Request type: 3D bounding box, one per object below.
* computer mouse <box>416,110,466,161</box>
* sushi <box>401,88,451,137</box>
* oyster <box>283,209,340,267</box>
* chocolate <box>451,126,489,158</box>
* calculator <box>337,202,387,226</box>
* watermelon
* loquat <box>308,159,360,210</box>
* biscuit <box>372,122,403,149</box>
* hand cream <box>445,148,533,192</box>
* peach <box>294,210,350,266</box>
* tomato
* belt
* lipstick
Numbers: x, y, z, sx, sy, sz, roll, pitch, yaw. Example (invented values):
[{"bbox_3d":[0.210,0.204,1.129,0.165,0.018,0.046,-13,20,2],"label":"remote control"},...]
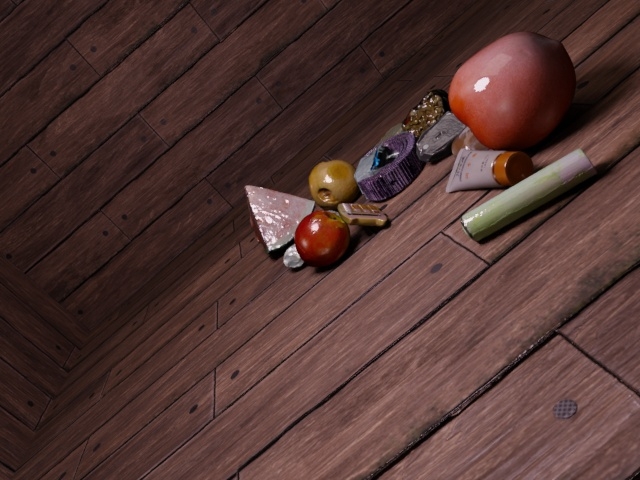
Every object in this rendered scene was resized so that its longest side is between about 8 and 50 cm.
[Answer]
[{"bbox_3d":[0.429,-0.352,1.847,0.231,0.071,0.126,-44,46,1],"label":"computer mouse"},{"bbox_3d":[0.418,-0.478,2.088,0.212,0.147,0.115,-37,11,44],"label":"sushi"},{"bbox_3d":[-0.028,-0.005,1.961,0.199,0.087,0.252,-10,42,41],"label":"oyster"},{"bbox_3d":[0.519,-0.361,1.703,0.254,0.080,0.157,-40,19,1],"label":"chocolate"},{"bbox_3d":[0.136,-0.088,1.787,0.157,0.033,0.236,2,19,-5],"label":"calculator"},{"bbox_3d":[-0.171,-0.112,2.264,0.251,0.292,0.283,-16,9,-22],"label":"watermelon"},{"bbox_3d":[0.056,-0.227,2.127,0.213,0.213,0.213,-36,19,15],"label":"loquat"},{"bbox_3d":[0.287,-0.414,2.221,0.199,0.040,0.121,-50,22,-26],"label":"biscuit"},{"bbox_3d":[0.448,-0.198,1.471,0.314,0.089,0.139,-170,99,-73],"label":"hand cream"},{"bbox_3d":[0.000,0.000,1.770,0.197,0.197,0.197,-36,19,15],"label":"peach"},{"bbox_3d":[0.519,-0.405,1.444,0.321,0.321,0.321,-36,19,15],"label":"tomato"},{"bbox_3d":[0.252,-0.270,1.969,0.260,0.122,0.324,-19,30,34],"label":"belt"},{"bbox_3d":[0.467,-0.099,1.232,0.304,0.076,0.076,-34,20,22],"label":"lipstick"}]
